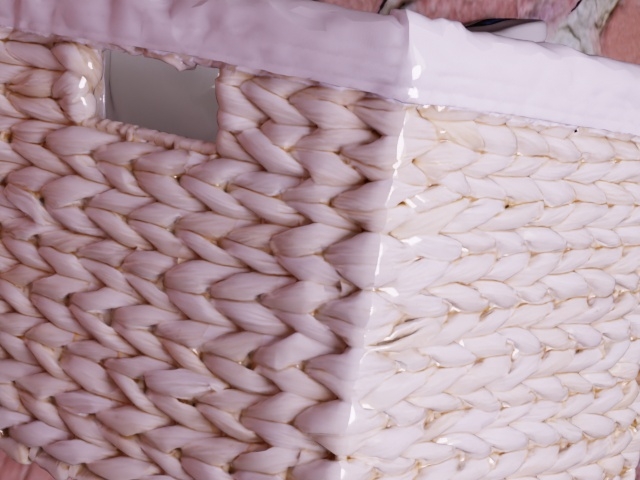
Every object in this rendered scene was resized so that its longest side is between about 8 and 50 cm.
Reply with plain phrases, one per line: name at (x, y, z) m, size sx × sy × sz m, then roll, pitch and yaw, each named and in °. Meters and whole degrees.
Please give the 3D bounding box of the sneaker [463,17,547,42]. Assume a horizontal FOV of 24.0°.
sneaker at (0.115, -0.104, 1.166) m, size 0.217 × 0.079 × 0.121 m, roll -18°, pitch 110°, yaw -50°

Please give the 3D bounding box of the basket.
basket at (0.000, 0.000, 0.855) m, size 0.331 × 0.328 × 0.266 m, roll -2°, pitch 102°, yaw -52°
